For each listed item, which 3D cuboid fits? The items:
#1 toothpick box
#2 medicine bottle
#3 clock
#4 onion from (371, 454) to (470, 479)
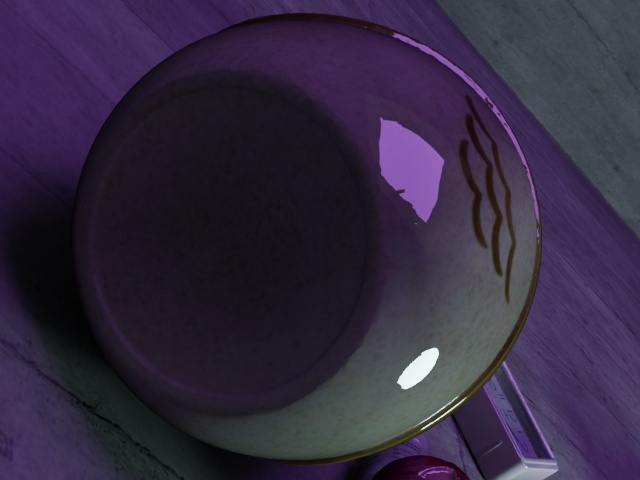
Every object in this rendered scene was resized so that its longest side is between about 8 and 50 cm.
[{"bbox_3d":[0.000,0.000,1.342,0.409,0.409,0.425,60,21,12],"label":"toothpick box"},{"bbox_3d":[0.081,0.259,1.573,0.080,0.080,0.130,52,19,-10],"label":"medicine bottle"},{"bbox_3d":[0.243,0.247,1.998,0.150,0.063,0.197,19,41,-60],"label":"clock"},{"bbox_3d":[0.094,0.300,1.421,0.153,0.177,0.177,17,12,17],"label":"onion"}]
